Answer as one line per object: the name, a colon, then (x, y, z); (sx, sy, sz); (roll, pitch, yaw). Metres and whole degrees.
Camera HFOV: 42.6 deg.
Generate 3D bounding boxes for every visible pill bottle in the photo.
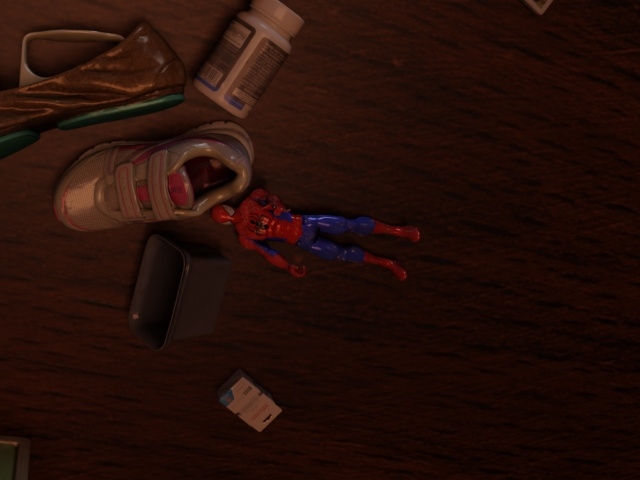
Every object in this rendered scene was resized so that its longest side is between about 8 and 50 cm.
pill bottle: (-0.083, -0.220, 0.969); (0.078, 0.078, 0.137); (33, 98, -24)

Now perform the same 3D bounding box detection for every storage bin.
storage bin: (-0.177, 0.063, 1.044); (0.091, 0.098, 0.135); (3, 110, -47)

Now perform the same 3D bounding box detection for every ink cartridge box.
ink cartridge box: (-0.100, 0.225, 1.150); (0.048, 0.028, 0.083); (-44, 115, 2)

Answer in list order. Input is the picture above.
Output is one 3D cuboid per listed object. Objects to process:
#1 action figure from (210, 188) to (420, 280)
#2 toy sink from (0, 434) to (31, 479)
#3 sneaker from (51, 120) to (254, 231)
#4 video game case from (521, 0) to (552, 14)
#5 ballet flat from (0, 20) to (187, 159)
action figure: (0.000, 0.000, 1.046); (0.280, 0.139, 0.091); (12, 104, -18)
toy sink: (-0.437, 0.337, 0.978); (0.153, 0.234, 0.131); (11, 106, -19)
sneaker: (-0.193, -0.072, 0.971); (0.252, 0.111, 0.103); (-20, 113, -8)
video game case: (0.268, -0.413, 1.036); (0.190, 0.022, 0.173); (34, 96, -25)
ballet flat: (-0.322, -0.163, 0.912); (0.342, 0.116, 0.124); (-21, 93, -9)
